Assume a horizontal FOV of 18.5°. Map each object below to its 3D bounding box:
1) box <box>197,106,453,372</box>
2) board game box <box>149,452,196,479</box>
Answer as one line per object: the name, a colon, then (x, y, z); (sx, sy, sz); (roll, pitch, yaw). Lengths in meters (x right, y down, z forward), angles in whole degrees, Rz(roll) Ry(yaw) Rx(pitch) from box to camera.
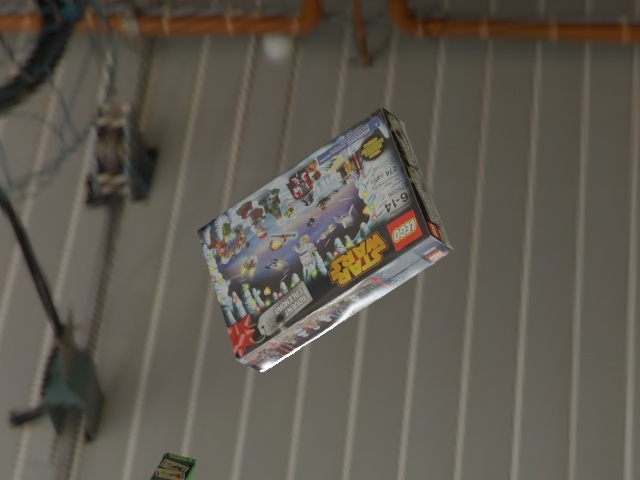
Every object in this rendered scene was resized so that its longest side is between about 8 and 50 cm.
box: (0.000, 0.000, 1.099); (0.137, 0.027, 0.094); (-34, -125, 20)
board game box: (-0.134, 0.250, 1.333); (0.030, 0.136, 0.260); (12, -166, 4)
